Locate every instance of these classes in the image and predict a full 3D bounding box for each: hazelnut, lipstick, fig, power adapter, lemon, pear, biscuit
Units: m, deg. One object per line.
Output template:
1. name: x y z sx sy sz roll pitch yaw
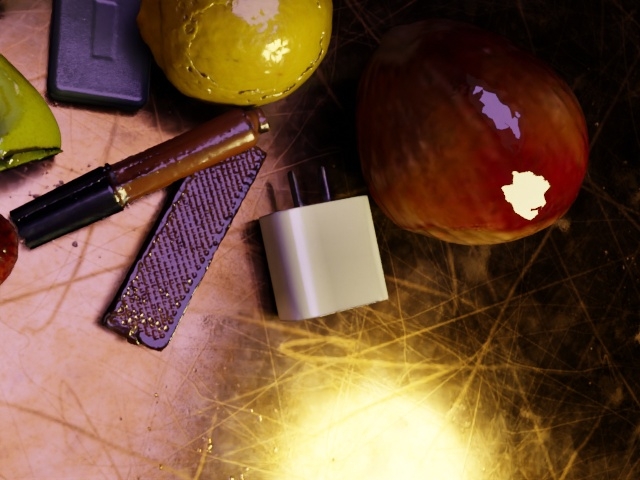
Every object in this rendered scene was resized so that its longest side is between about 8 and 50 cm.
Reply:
1. hazelnut: 0.236 -0.187 1.309 0.352 0.421 0.421 -28 97 -5
2. lipstick: -0.273 -0.104 1.207 0.418 0.077 0.077 -26 96 -10
3. fig: -0.498 0.001 1.121 0.128 0.150 0.128 15 41 -14
4. power adapter: 0.000 0.000 1.344 0.186 0.124 0.255 -11 90 -26
5. lemon: -0.130 -0.351 1.235 0.296 0.297 0.297 2 84 -24
6. pear: -0.530 -0.200 1.108 0.292 0.159 0.293 3 81 -23
7. biscuit: -0.222 -0.007 1.274 0.107 0.073 0.389 31 73 -17

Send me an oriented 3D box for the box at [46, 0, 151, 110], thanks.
1. box: -0.352 -0.331 1.256 0.160 0.050 0.231 5 83 -23
